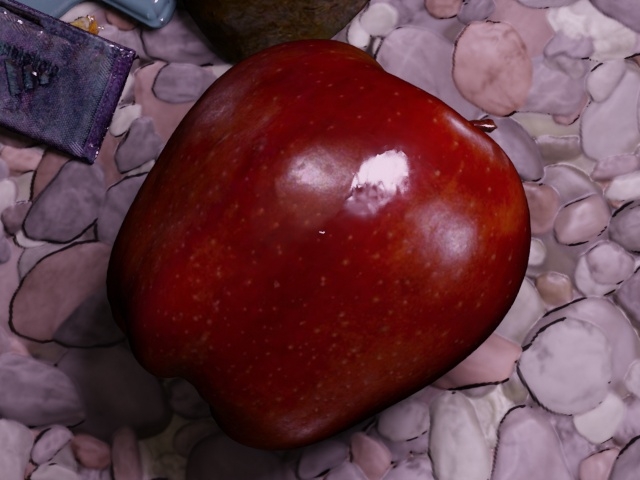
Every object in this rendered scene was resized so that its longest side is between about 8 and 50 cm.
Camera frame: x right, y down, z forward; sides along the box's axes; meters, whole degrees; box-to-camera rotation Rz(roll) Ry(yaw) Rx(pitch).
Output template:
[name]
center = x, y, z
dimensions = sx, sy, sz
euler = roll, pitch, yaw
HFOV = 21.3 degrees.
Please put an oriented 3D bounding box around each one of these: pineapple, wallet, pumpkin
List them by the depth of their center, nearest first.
[pumpkin]
center = -0.089, -0.241, 1.448
dimensions = 0.254, 0.130, 0.149
euler = 28, 95, 33
[wallet]
center = -0.255, -0.147, 1.492
dimensions = 0.165, 0.030, 0.111
euler = 23, 104, 1
[pineapple]
center = -0.228, -0.170, 1.515
dimensions = 0.083, 0.019, 0.045
euler = -21, 96, 19

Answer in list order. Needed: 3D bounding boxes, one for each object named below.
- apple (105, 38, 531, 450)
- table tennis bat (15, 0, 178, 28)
[apple]
center = 0.000, 0.000, 1.304
dimensions = 0.317, 0.288, 0.288
euler = -46, 71, 4
[table tennis bat]
center = -0.236, -0.250, 1.544
dimensions = 0.244, 0.040, 0.153
euler = 24, 84, 20
